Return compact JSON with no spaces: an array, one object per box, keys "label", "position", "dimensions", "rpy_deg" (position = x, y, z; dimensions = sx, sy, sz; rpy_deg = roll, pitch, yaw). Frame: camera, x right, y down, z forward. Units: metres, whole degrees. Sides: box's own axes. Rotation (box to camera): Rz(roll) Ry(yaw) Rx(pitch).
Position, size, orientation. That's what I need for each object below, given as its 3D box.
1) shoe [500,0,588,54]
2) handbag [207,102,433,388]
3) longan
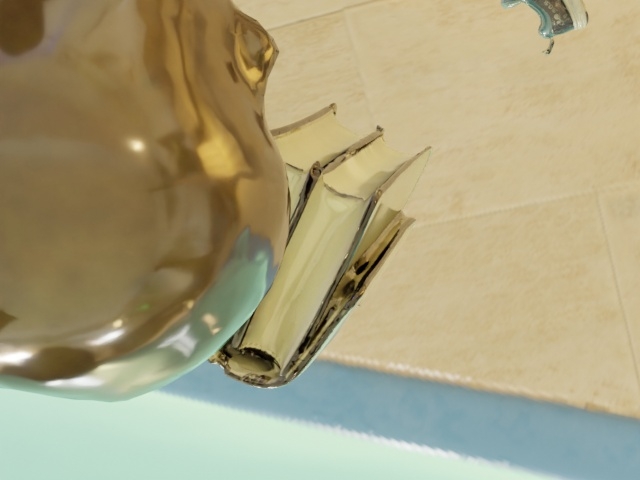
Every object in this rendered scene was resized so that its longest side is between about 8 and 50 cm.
[{"label":"shoe","position":[0.227,-0.274,1.292],"dimensions":[0.071,0.064,0.143],"rpy_deg":[-40,100,9]},{"label":"handbag","position":[0.000,0.000,1.294],"dimensions":[0.160,0.358,0.236],"rpy_deg":[27,107,7]},{"label":"longan","position":[-0.151,-0.049,0.737],"dimensions":[0.297,0.297,0.297],"rpy_deg":[5,106,17]}]
